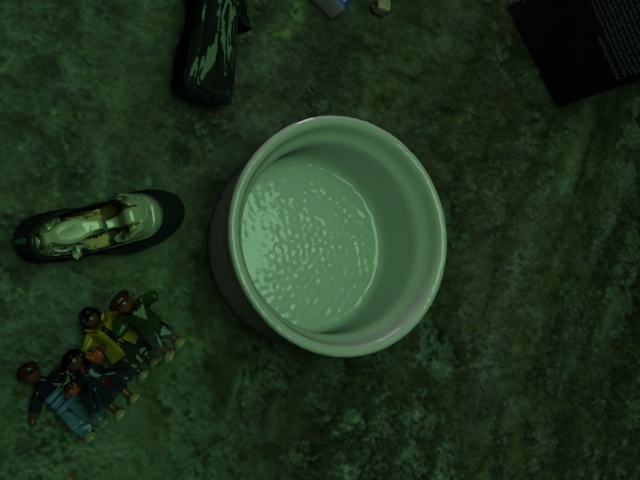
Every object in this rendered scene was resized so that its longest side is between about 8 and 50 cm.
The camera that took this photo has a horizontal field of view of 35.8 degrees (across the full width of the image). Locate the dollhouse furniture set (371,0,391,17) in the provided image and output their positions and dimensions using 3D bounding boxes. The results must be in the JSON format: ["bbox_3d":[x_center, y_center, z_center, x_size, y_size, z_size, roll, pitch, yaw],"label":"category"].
[{"bbox_3d":[0.130,-0.350,1.299,0.081,0.114,0.091,5,79,-29],"label":"dollhouse furniture set"}]

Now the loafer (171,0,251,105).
[{"bbox_3d":[-0.121,-0.272,1.197,0.078,0.076,0.223,13,83,-28],"label":"loafer"}]

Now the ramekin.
[{"bbox_3d":[0.000,0.000,1.184,0.277,0.135,0.277,3,83,-25],"label":"ramekin"}]

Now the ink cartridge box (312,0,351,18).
[{"bbox_3d":[-0.026,-0.393,1.268,0.207,0.046,0.097,41,70,-15],"label":"ink cartridge box"}]

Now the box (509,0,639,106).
[{"bbox_3d":[0.481,-0.345,1.360,0.296,0.294,0.183,-31,99,-24],"label":"box"}]

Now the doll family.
[{"bbox_3d":[-0.247,0.132,1.088,0.111,0.076,0.193,44,71,-19],"label":"doll family"}]

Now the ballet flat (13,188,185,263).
[{"bbox_3d":[-0.240,-0.016,1.111,0.203,0.074,0.074,-14,90,-26],"label":"ballet flat"}]
